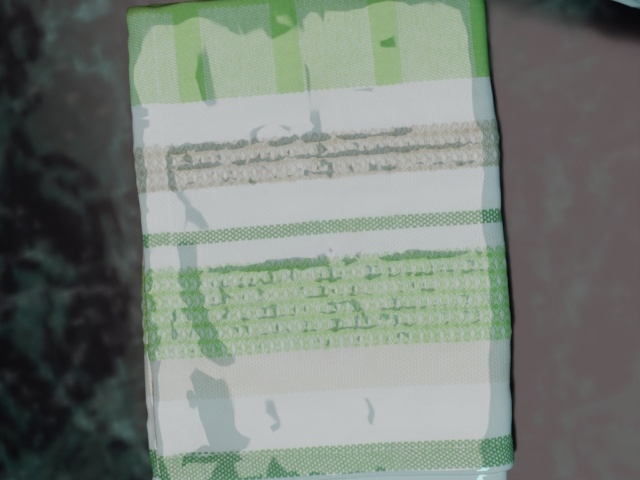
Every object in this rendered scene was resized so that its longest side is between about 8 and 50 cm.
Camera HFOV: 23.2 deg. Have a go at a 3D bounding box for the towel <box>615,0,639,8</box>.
[{"bbox_3d":[0.120,-0.194,0.393,0.235,0.121,0.284,18,98,9],"label":"towel"}]

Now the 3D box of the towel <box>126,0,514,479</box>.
[{"bbox_3d":[0.000,0.000,0.476,0.113,0.023,0.152,-3,92,7],"label":"towel"}]
